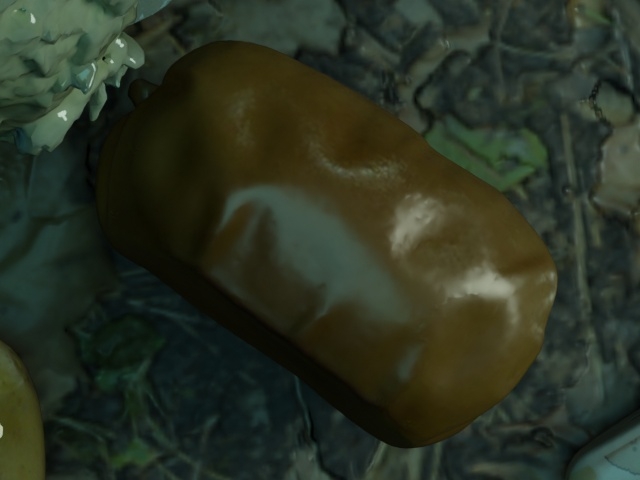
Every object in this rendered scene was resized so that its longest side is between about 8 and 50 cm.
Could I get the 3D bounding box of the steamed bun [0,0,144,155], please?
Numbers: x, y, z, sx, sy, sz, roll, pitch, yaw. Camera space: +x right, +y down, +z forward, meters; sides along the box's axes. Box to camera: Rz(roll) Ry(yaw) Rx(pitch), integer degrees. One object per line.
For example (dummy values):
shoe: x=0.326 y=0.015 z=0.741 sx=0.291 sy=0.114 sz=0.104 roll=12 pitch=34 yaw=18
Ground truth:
steamed bun: x=-0.194 y=-0.183 z=0.708 sx=0.334 sy=0.233 sz=0.312 roll=-2 pitch=86 yaw=36

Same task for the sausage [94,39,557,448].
sausage: x=0.000 y=0.000 z=0.812 sx=0.241 sy=0.120 sz=0.136 roll=32 pitch=79 yaw=-5

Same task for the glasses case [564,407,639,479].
glasses case: x=0.207 y=0.105 z=0.870 sx=0.164 sy=0.041 sz=0.063 roll=-31 pitch=97 yaw=1

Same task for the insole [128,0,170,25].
insole: x=-0.074 y=-0.160 z=0.850 sx=0.197 sy=0.004 sz=0.065 roll=-26 pitch=96 yaw=0

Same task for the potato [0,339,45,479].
potato: x=-0.199 y=0.125 z=0.821 sx=0.118 sy=0.109 sz=0.178 roll=1 pitch=90 yaw=19
